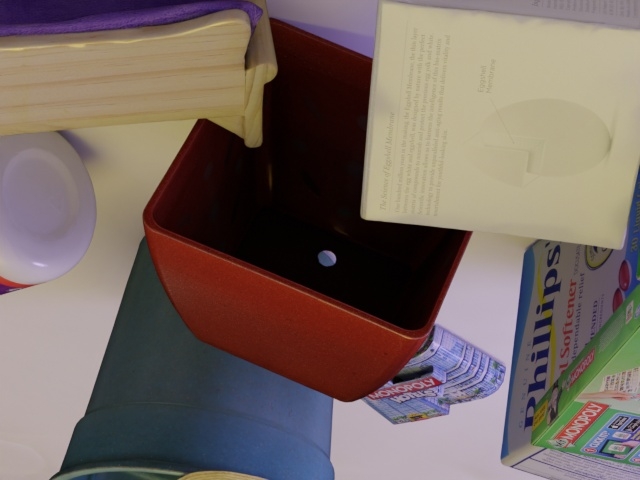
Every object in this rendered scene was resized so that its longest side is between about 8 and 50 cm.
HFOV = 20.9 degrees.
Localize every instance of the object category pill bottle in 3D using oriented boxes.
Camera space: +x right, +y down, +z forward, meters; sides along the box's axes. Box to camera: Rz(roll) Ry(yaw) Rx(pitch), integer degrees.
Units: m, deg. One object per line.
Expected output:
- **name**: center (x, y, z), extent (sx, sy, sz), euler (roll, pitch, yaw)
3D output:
- **pill bottle**: center (-0.412, -0.017, 1.939), extent (0.323, 0.182, 0.181), euler (-15, 145, 41)

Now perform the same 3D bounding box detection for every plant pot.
- **plant pot**: center (-0.121, 0.174, 2.054), extent (0.341, 0.334, 0.341), euler (8, 154, 4)
- **plant pot**: center (0.000, 0.000, 1.636), extent (0.267, 0.267, 0.236), euler (23, 146, 6)

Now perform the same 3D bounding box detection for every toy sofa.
- **toy sofa**: center (-0.225, -0.173, 1.481), extent (0.362, 0.150, 0.177), euler (-6, 146, -6)

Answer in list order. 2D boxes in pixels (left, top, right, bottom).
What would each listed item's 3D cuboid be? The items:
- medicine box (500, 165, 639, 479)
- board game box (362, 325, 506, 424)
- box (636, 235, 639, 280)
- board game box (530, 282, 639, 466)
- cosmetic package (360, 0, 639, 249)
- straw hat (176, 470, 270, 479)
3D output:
- **medicine box**: center (0.327, 0.098, 1.825), extent (0.149, 0.264, 0.289), euler (18, 153, -16)
- **board game box**: center (0.107, 0.171, 2.285), extent (0.194, 0.060, 0.194), euler (-17, 145, 43)
- **box**: center (0.404, -0.068, 1.461), extent (0.231, 0.262, 0.127), euler (18, 154, -19)
- **board game box**: center (0.334, 0.133, 1.542), extent (0.213, 0.046, 0.317), euler (13, 153, -5)
- **cosmetic package**: center (0.155, -0.129, 1.441), extent (0.224, 0.138, 0.224), euler (6, 130, 3)
- **straw hat**: center (-0.095, 0.296, 1.843), extent (0.144, 0.061, 0.144), euler (7, 154, 3)
